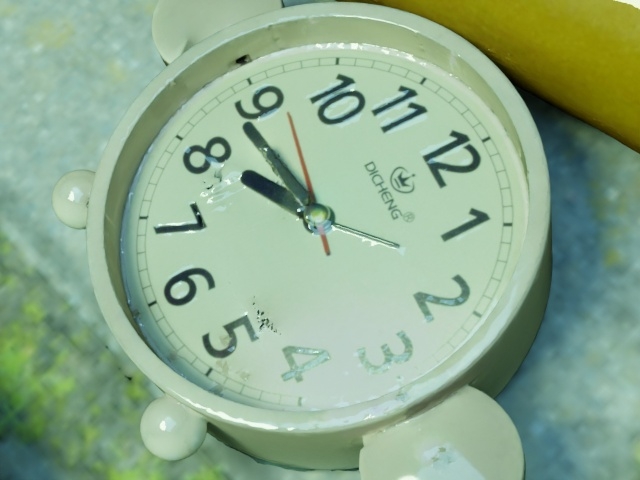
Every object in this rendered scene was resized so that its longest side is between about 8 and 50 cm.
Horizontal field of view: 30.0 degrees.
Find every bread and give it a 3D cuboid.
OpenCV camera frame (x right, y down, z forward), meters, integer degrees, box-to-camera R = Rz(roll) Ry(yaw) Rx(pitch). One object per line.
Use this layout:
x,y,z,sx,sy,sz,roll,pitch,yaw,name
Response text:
0.084,-0.084,0.413,0.239,0.092,0.074,31,100,21,bread

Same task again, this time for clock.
0.000,0.000,0.405,0.155,0.063,0.229,-28,63,-1,clock
